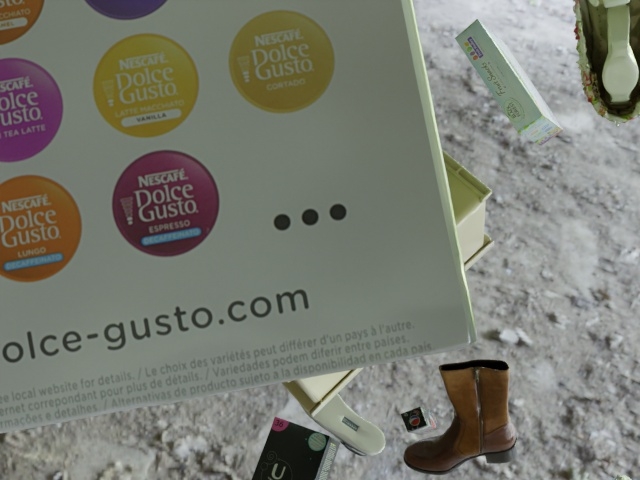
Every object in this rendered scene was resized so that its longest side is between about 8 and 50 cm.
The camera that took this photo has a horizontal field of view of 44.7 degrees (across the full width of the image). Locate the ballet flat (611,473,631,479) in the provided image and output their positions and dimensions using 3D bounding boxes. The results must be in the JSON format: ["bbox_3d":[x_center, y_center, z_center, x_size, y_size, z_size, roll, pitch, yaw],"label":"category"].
[{"bbox_3d":[0.645,0.685,1.616,0.147,0.147,0.409,19,53,15],"label":"ballet flat"}]

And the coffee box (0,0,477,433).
[{"bbox_3d":[-0.119,-0.070,0.537,0.337,0.334,0.338,-10,-5,-1],"label":"coffee box"}]

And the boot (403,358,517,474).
[{"bbox_3d":[0.291,0.387,1.697,0.264,0.280,0.096,-6,35,16],"label":"boot"}]

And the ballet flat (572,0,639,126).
[{"bbox_3d":[0.262,-0.205,0.681,0.091,0.241,0.077,-6,41,24],"label":"ballet flat"}]

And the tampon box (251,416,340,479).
[{"bbox_3d":[-0.050,0.440,1.500,0.120,0.101,0.161,14,73,18],"label":"tampon box"}]

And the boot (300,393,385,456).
[{"bbox_3d":[0.026,0.330,1.422,0.190,0.086,0.069,41,64,3],"label":"boot"}]

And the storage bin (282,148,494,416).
[{"bbox_3d":[-0.007,-0.015,0.798,0.262,0.123,0.260,-42,67,-9],"label":"storage bin"}]

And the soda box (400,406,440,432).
[{"bbox_3d":[0.271,0.485,2.090,0.060,0.169,0.053,-24,68,13],"label":"soda box"}]

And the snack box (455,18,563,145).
[{"bbox_3d":[0.222,-0.183,0.912,0.100,0.037,0.141,3,54,-59],"label":"snack box"}]
